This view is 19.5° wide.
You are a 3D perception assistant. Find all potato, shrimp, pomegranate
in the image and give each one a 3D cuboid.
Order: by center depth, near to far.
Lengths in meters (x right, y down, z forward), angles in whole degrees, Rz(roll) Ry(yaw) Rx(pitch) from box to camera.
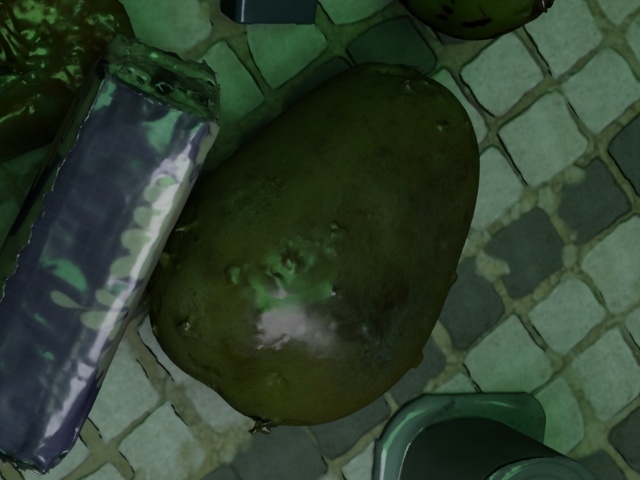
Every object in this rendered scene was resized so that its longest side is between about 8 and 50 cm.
[{"bbox_3d":[-0.301,-0.138,1.671,0.294,0.062,0.154,-34,97,-20],"label":"shrimp"},{"bbox_3d":[0.014,0.007,1.716,0.359,0.219,0.269,-47,124,-16],"label":"potato"},{"bbox_3d":[0.130,-0.302,1.754,0.202,0.202,0.248,-40,77,-12],"label":"pomegranate"}]

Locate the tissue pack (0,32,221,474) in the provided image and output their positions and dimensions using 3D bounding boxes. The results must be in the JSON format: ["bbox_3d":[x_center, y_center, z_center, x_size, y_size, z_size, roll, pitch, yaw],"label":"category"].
[{"bbox_3d":[-0.201,0.000,1.587,0.125,0.242,0.343,24,101,-8],"label":"tissue pack"}]

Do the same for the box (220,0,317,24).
[{"bbox_3d":[-0.048,-0.234,1.747,0.099,0.074,0.054,-1,111,-20],"label":"box"}]

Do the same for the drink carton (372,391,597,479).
[{"bbox_3d":[0.168,0.263,1.826,0.191,0.189,0.185,2,101,-20],"label":"drink carton"}]
